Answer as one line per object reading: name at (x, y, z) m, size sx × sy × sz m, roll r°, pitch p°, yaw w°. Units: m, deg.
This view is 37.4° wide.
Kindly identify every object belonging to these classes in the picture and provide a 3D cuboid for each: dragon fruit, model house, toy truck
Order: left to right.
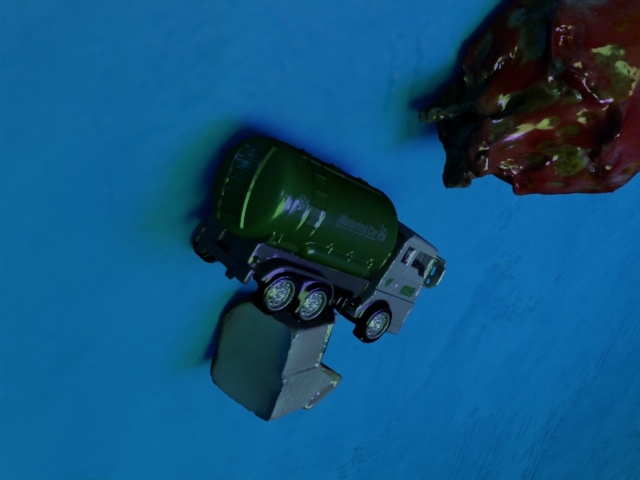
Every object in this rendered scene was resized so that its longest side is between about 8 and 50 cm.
model house at (-0.033, 0.098, 0.886) m, size 0.100 × 0.088 × 0.100 m, roll -12°, pitch 125°, yaw -50°
toy truck at (0.000, 0.000, 0.794) m, size 0.242 × 0.101 × 0.125 m, roll 23°, pitch 100°, yaw -50°
dragon fruit at (0.193, -0.102, 0.833) m, size 0.212 × 0.134 × 0.262 m, roll -21°, pitch 142°, yaw -16°
